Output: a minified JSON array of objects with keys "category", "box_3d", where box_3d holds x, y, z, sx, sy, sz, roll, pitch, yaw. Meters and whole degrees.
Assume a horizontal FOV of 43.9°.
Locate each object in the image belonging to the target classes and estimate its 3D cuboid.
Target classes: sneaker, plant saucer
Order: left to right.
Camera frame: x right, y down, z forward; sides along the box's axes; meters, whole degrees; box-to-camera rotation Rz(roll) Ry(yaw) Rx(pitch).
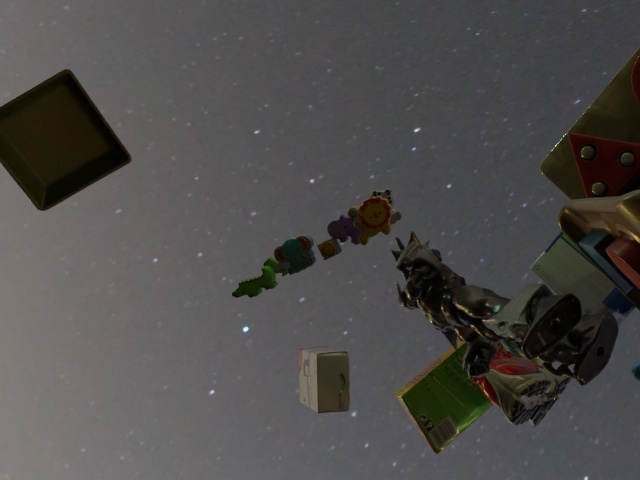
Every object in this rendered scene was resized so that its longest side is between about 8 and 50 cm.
[{"category":"plant saucer","box_3d":[-0.447,-0.171,1.341,0.188,0.045,0.188,-29,-61,3]},{"category":"sneaker","box_3d":[0.316,0.220,1.266,0.118,0.279,0.107,38,-85,29]}]

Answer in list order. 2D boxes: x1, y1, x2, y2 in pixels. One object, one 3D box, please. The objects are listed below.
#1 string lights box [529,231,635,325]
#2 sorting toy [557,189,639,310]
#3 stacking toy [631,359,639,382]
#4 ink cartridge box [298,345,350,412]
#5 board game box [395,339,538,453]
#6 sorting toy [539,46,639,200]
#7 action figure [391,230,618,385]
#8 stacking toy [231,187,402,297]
[{"category":"string lights box","box_3d":[0.435,-0.012,1.113,0.260,0.076,0.133,-52,-131,14]},{"category":"sorting toy","box_3d":[0.313,0.084,0.621,0.041,0.229,0.307,-44,-94,2]},{"category":"stacking toy","box_3d":[0.529,0.068,1.152,0.175,0.302,0.166,20,-46,-20]},{"category":"ink cartridge box","box_3d":[0.005,0.260,1.498,0.150,0.063,0.109,164,-75,-75]},{"category":"board game box","box_3d":[0.259,0.238,1.376,0.124,0.259,0.039,58,-17,-10]},{"category":"sorting toy","box_3d":[0.416,-0.100,0.928,0.255,0.089,0.257,49,-60,24]},{"category":"action figure","box_3d":[0.165,0.077,0.855,0.185,0.099,0.285,44,-17,-26]},{"category":"stacking toy","box_3d":[0.000,0.000,1.018,0.221,0.167,0.052,-26,-88,13]}]
